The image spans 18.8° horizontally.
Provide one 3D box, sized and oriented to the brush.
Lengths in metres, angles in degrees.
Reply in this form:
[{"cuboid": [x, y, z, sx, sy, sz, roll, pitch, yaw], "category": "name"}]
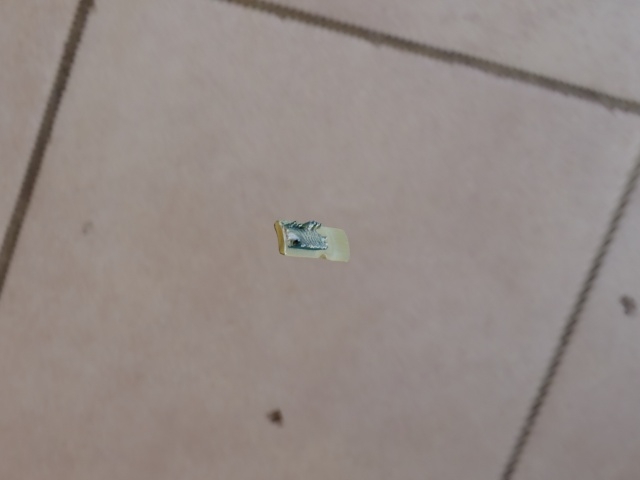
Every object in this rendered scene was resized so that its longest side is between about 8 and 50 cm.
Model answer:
[{"cuboid": [0.000, 0.000, 0.875, 0.013, 0.083, 0.016, -16, 81, 18], "category": "brush"}]
